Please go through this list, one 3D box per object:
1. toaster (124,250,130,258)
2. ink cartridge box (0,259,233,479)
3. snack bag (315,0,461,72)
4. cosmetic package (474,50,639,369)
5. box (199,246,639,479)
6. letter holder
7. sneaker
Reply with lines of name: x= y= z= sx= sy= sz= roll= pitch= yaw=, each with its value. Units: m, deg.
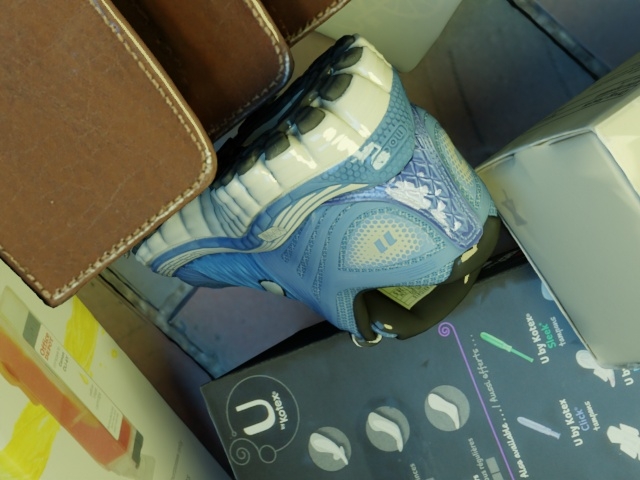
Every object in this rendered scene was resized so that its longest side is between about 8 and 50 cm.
toaster: x=-0.149 y=-0.117 z=1.010 sx=0.168 sy=0.110 sz=0.186 roll=22 pitch=118 yaw=-2
ink cartridge box: x=-0.259 y=0.151 z=1.120 sx=0.279 sy=0.160 sz=0.385 roll=-22 pitch=123 yaw=24
snack bag: x=-0.026 y=-0.239 z=0.940 sx=0.323 sy=0.037 sz=0.342 roll=23 pitch=148 yaw=-6
cosmetic package: x=0.244 y=-0.071 z=0.874 sx=0.296 sy=0.153 sz=0.129 roll=-34 pitch=95 yaw=-15
box: x=0.094 y=0.090 z=1.041 sx=0.270 sy=0.165 sz=0.143 roll=-22 pitch=90 yaw=21
letter holder: x=-0.141 y=-0.162 z=0.838 sx=0.214 sy=0.152 sz=0.302 roll=-36 pitch=107 yaw=22
sneaker: x=0.000 y=0.000 z=0.952 sx=0.147 sy=0.330 sz=0.130 roll=43 pitch=77 yaw=-8
